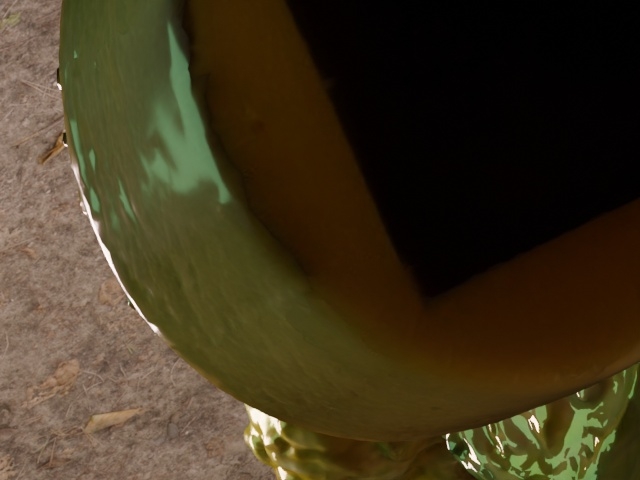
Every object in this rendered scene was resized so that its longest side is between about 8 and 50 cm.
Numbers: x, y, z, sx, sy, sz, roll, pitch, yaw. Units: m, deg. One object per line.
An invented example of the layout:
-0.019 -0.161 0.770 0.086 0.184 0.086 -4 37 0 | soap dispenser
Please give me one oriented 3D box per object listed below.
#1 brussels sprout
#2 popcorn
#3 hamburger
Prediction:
0.136 0.058 0.775 0.151 0.122 0.149 -43 58 41 | brussels sprout
0.051 0.090 1.182 0.266 0.233 0.192 43 152 -14 | popcorn
0.043 -0.064 0.612 0.176 0.300 0.300 -13 90 67 | hamburger
